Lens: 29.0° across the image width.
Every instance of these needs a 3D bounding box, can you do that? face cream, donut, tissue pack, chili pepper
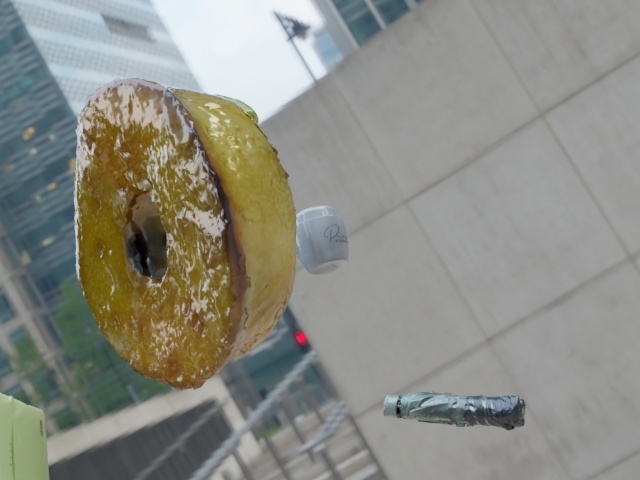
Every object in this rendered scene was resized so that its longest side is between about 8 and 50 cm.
[{"bbox_3d":[0.000,0.000,1.953,0.091,0.095,0.091,-14,-18,-5],"label":"face cream"},{"bbox_3d":[-0.132,-0.013,1.202,0.110,0.303,0.303,-16,-15,-41],"label":"donut"},{"bbox_3d":[-0.525,0.370,1.978,0.125,0.234,0.159,-29,-39,20],"label":"tissue pack"},{"bbox_3d":[-0.140,-0.169,1.632,0.043,0.049,0.208,-52,30,-15],"label":"chili pepper"}]

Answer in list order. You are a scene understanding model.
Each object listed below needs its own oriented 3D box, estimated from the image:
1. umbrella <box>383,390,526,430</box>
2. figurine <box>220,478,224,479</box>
[{"bbox_3d":[0.175,0.221,1.618,0.188,0.046,0.050,-2,2,24],"label":"umbrella"},{"bbox_3d":[-0.134,0.450,1.965,0.200,0.133,0.276,18,-13,-14],"label":"figurine"}]
